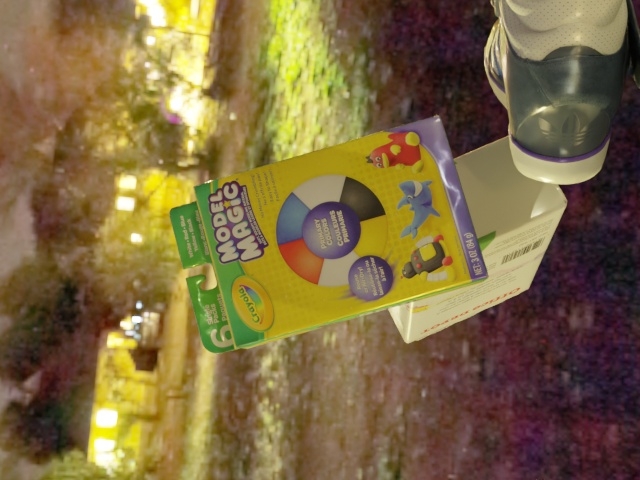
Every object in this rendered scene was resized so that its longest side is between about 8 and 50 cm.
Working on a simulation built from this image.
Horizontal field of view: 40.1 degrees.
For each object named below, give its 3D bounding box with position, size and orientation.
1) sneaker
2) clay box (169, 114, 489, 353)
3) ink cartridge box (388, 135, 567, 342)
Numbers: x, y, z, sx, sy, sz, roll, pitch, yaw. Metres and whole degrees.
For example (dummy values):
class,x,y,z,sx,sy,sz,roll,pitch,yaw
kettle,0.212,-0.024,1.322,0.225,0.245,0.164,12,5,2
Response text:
class,x,y,z,sx,sy,sz,roll,pitch,yaw
sneaker,0.227,-0.231,0.845,0.323,0.130,0.236,-79,-14,-52
clay box,0.000,0.000,0.658,0.053,0.222,0.127,59,-165,-83
ink cartridge box,0.180,0.007,1.137,0.278,0.201,0.117,82,163,-66
